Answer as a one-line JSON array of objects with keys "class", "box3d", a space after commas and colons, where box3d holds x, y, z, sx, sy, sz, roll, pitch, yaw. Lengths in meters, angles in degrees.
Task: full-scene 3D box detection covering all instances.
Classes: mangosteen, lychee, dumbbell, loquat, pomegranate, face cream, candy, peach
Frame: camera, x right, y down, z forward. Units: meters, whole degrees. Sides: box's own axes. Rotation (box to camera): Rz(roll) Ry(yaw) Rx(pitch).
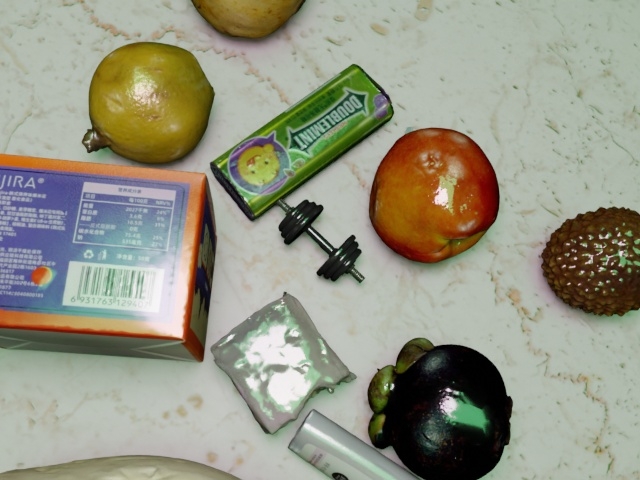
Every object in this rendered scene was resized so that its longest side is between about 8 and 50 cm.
[{"class": "mangosteen", "box3d": [0.191, 0.274, 1.024, 0.243, 0.243, 0.242, 1, 75, -5]}, {"class": "lychee", "box3d": [0.521, 0.038, 1.128, 0.239, 0.200, 0.199, 3, 74, 8]}, {"class": "dumbbell", "box3d": [0.000, 0.000, 1.127, 0.208, 0.099, 0.099, 44, 75, 2]}, {"class": "loquat", "box3d": [-0.313, -0.231, 1.107, 0.246, 0.213, 0.213, -39, 82, -21]}, {"class": "pomegranate", "box3d": [-0.132, -0.512, 1.188, 0.261, 0.260, 0.260, 1, 75, -5]}, {"class": "face cream", "box3d": [0.078, 0.382, 1.032, 0.269, 0.107, 0.073, 33, 52, 5]}, {"class": "candy", "box3d": [-0.065, 0.199, 1.050, 0.185, 0.137, 0.195, -34, 78, -13]}, {"class": "peach", "box3d": [0.197, -0.082, 1.124, 0.244, 0.199, 0.243, -7, 72, 23]}]

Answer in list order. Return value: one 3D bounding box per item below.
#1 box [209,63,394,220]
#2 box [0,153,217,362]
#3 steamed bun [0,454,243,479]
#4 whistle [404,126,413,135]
[{"class": "box", "box3d": [-0.029, -0.189, 1.180, 0.346, 0.097, 0.134, -37, 81, -14]}, {"class": "box", "box3d": [-0.348, 0.037, 0.971, 0.349, 0.318, 0.256, 5, 75, -4]}, {"class": "steamed bun", "box3d": [-0.256, 0.493, 0.874, 0.457, 0.290, 0.370, 13, 68, -5]}, {"class": "whistle", "box3d": [0.166, -0.176, 1.229, 0.035, 0.035, 0.100, 14, 73, -2]}]
